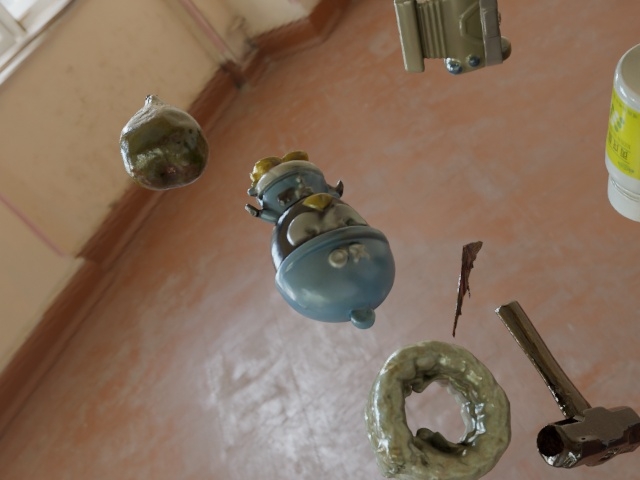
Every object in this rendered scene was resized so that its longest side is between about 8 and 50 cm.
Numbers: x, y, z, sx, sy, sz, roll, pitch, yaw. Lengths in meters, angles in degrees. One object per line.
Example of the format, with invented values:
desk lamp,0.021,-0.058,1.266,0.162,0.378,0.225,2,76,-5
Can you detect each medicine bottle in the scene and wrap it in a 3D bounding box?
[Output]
medicine bottle,0.482,-0.149,1.281,0.143,0.258,0.143,-7,52,9

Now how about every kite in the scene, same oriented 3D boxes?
kite,0.382,0.090,2.346,0.016,0.234,0.321,9,56,18

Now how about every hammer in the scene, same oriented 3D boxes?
hammer,0.488,0.281,1.888,0.095,0.242,0.409,-58,46,37

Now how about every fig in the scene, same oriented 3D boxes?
fig,-0.233,-0.152,1.383,0.133,0.127,0.185,-35,22,17

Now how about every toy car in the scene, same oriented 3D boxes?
toy car,0.268,-0.504,1.889,0.226,0.242,0.336,-10,35,7

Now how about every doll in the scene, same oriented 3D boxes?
doll,0.000,0.000,1.295,0.177,0.141,0.314,-16,57,-22

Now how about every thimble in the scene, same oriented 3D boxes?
thimble,0.222,0.357,1.793,0.291,0.291,0.195,-52,-7,-20
